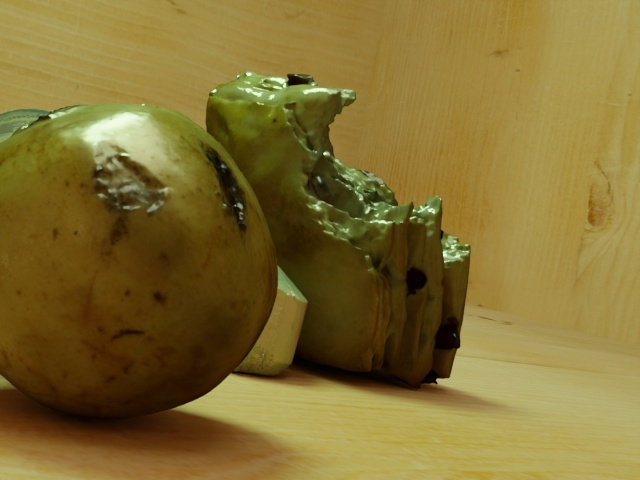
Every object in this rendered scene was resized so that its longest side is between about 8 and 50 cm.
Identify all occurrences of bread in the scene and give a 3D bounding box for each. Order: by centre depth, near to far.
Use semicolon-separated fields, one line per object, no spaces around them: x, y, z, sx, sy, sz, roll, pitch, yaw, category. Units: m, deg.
0.000;0.000;1.445;0.314;0.370;0.191;12;29;33;bread

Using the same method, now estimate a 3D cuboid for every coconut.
-0.073;0.077;1.329;0.116;0.122;0.116;11;0;0;coconut

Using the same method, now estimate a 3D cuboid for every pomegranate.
-0.158;0.013;0.932;0.260;0.260;0.260;11;1;0;pomegranate

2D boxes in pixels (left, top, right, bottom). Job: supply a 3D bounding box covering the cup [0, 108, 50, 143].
-0.412;-0.020;1.528;0.301;0.227;0.257;-19;13;5;cup
